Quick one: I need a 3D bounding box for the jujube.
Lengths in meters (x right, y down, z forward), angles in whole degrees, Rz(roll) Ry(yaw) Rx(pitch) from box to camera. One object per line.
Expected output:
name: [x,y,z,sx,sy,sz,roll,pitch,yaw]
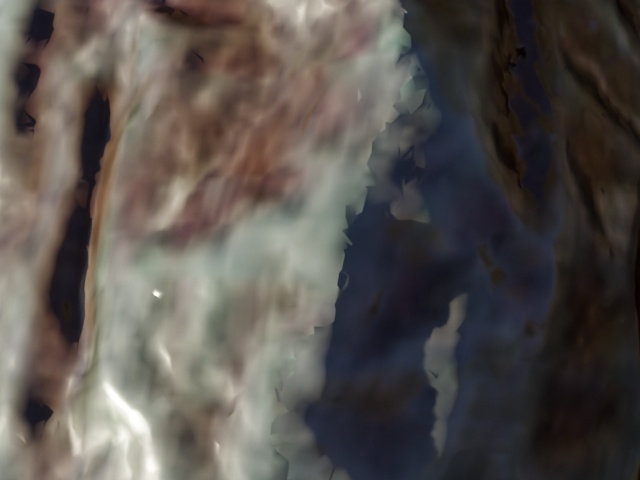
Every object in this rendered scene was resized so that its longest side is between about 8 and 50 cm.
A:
jujube: [0.002,0.002,0.602,0.247,0.215,0.308,4,79,33]
